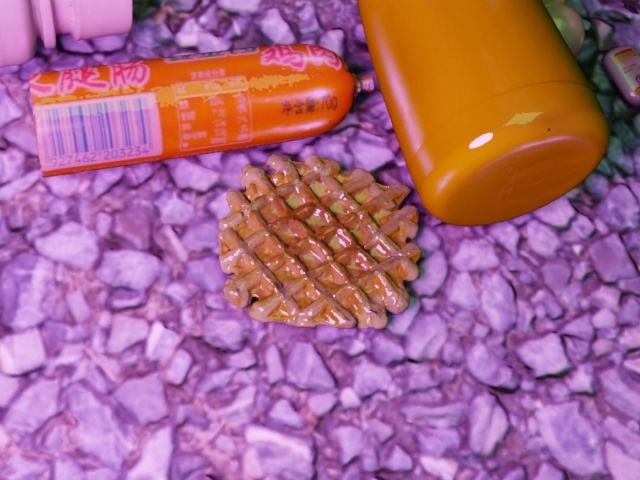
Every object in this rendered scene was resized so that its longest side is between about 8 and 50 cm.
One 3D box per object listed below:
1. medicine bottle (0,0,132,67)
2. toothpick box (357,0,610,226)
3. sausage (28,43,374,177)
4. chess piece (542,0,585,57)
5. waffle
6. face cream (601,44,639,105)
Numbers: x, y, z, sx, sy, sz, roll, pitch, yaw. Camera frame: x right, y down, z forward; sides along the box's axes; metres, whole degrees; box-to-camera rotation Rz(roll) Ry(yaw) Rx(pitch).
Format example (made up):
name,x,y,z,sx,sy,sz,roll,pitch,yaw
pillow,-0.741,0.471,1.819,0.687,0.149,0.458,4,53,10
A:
name,x,y,z,sx,sy,sz,roll,pitch,yaw
medicine bottle,-0.321,-0.230,0.943,0.293,0.170,0.170,-11,68,-15
toothpick box,0.133,-0.165,0.988,0.175,0.175,0.271,-13,65,-15
sausage,-0.099,-0.123,0.973,0.312,0.093,0.093,-10,68,-13
chess piece,0.206,-0.249,1.091,0.094,0.094,0.170,-19,78,-17
waffle,0.000,0.000,0.964,0.183,0.036,0.169,7,63,-7
face cream,0.320,-0.159,1.097,0.040,0.021,0.083,-22,72,-17
